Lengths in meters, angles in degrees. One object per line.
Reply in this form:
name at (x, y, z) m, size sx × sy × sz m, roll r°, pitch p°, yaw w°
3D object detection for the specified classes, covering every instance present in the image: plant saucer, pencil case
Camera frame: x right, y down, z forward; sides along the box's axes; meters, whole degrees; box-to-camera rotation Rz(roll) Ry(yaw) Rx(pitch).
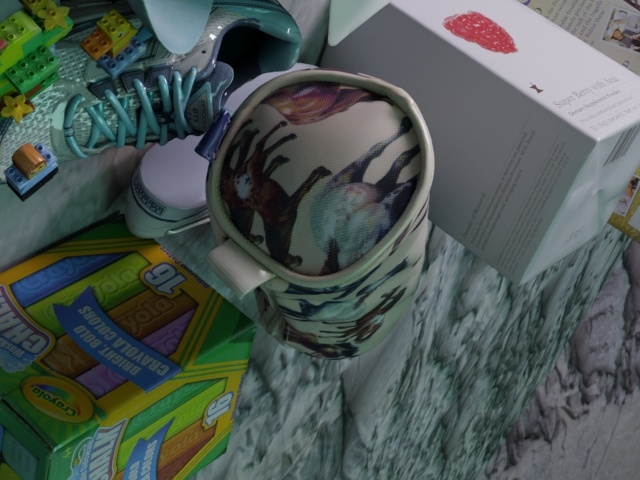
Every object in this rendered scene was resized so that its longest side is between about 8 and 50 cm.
plant saucer at (-0.109, -0.222, 0.786) m, size 0.195 × 0.037 × 0.195 m, roll 4°, pitch 90°, yaw -79°
pencil case at (0.000, 0.000, 1.000) m, size 0.183 × 0.160 × 0.410 m, roll -34°, pitch 167°, yaw -5°

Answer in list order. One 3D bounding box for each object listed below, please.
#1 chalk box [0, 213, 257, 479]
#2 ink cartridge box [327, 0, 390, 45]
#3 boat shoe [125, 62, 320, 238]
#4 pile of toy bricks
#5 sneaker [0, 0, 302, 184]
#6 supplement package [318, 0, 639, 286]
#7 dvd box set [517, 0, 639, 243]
chalk box at (-0.224, 0.140, 0.986) m, size 0.289 × 0.179 × 0.180 m, roll -32°, pitch 149°, yaw -41°
ink cartridge box at (0.029, -0.337, 0.849) m, size 0.207 × 0.119 × 0.353 m, roll -42°, pitch 154°, yaw -25°
boat shoe at (-0.078, -0.083, 1.077) m, size 0.258 × 0.095 × 0.084 m, roll -29°, pitch 168°, yaw -37°
pile of toy bricks at (-0.196, -0.108, 0.739) m, size 0.212 × 0.118 × 0.105 m, roll -44°, pitch 175°, yaw -17°
sneaker at (-0.128, -0.120, 0.861) m, size 0.283 × 0.122 × 0.110 m, roll -38°, pitch 153°, yaw -30°
supplement package at (0.158, -0.128, 1.170) m, size 0.177 × 0.293 × 0.175 m, roll -26°, pitch 146°, yaw -47°
dvd box set at (0.324, -0.186, 1.239) m, size 0.308 × 0.420 × 0.062 m, roll -61°, pitch 159°, yaw 18°
